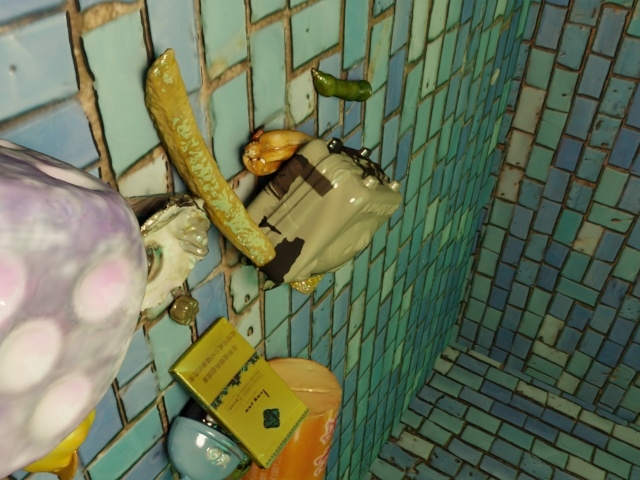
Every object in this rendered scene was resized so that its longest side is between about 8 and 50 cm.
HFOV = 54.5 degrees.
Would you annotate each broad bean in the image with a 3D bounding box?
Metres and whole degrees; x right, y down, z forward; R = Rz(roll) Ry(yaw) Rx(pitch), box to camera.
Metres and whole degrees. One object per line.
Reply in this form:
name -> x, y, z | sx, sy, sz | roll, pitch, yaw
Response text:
broad bean -> 0.050, -0.328, 1.336 | 0.256, 0.052, 0.052 | -10, 79, -59

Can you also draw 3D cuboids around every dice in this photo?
dice -> -0.345, 0.041, 0.552 | 0.271, 0.270, 0.270 | 7, 105, -66

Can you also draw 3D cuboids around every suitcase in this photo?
suitcase -> -0.007, -0.027, 1.244 | 0.339, 0.194, 0.351 | -45, 167, 16

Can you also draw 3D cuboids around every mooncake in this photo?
mooncake -> -0.268, 0.138, 0.976 | 0.347, 0.057, 0.150 | -65, 165, -65

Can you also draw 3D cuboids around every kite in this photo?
kite -> -0.262, 0.027, 1.039 | 0.335, 0.011, 0.314 | -53, 153, -27

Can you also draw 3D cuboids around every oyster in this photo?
oyster -> -0.254, 0.019, 0.942 | 0.214, 0.083, 0.223 | -41, 156, -32

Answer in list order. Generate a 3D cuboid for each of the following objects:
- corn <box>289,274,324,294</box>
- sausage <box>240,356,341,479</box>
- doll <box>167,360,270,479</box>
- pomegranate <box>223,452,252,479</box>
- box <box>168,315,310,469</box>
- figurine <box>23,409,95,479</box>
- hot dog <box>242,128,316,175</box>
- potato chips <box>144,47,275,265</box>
corn -> 0.004, 0.004, 1.464 | 0.261, 0.097, 0.097 | -65, 157, -12
sausage -> -0.080, 0.468, 1.553 | 0.233, 0.233, 0.287 | -30, 139, -54
doll -> -0.210, 0.375, 1.301 | 0.177, 0.141, 0.314 | 46, 57, -32
pomegranate -> -0.229, 0.485, 1.402 | 0.163, 0.125, 0.138 | -10, 141, -40
box -> -0.157, 0.304, 1.248 | 0.041, 0.279, 0.153 | -24, -161, 52
figurine -> -0.374, 0.210, 0.850 | 0.156, 0.131, 0.246 | -19, 114, -57
hot dog -> -0.072, -0.173, 1.170 | 0.102, 0.076, 0.249 | -34, 174, 24
potato chips -> -0.177, -0.106, 0.966 | 0.057, 0.080, 0.407 | -53, 138, -30
